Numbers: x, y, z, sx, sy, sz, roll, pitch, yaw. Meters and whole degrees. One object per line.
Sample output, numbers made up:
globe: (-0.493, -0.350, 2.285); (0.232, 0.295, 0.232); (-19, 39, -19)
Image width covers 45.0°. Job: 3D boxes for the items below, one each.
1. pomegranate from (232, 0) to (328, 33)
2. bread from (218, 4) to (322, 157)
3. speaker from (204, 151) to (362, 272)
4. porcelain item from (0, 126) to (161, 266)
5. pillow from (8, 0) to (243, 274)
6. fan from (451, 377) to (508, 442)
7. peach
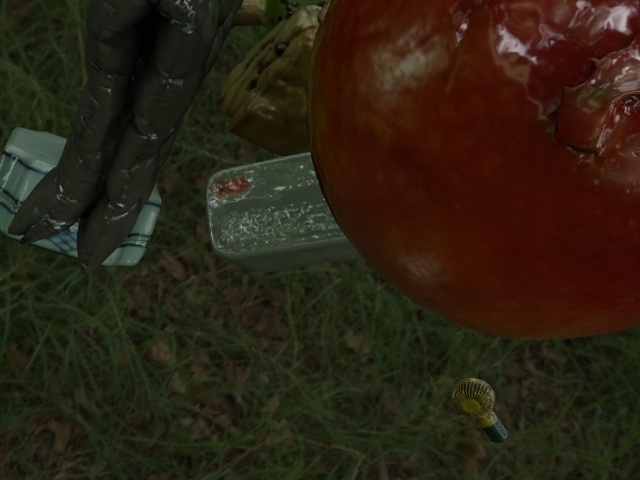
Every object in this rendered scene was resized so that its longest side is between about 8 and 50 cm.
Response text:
pomegranate: (-0.046, -0.452, 1.583); (0.231, 0.286, 0.231); (-13, 90, -69)
bread: (-0.008, -0.266, 1.481); (0.314, 0.370, 0.191); (19, 67, -33)
speaker: (0.018, -0.061, 1.280); (0.184, 0.406, 0.183); (22, 59, -78)
porcelain item: (-0.442, -0.074, 1.384); (0.281, 0.157, 0.286); (20, 11, -23)
pillow: (-0.151, -0.144, 0.677); (0.101, 0.326, 0.228); (28, 44, -13)
fan: (0.319, 0.339, 1.517); (0.155, 0.082, 0.039); (53, 34, -14)
peach: (0.168, -0.096, 0.518); (0.370, 0.370, 0.370); (22, 46, -25)
